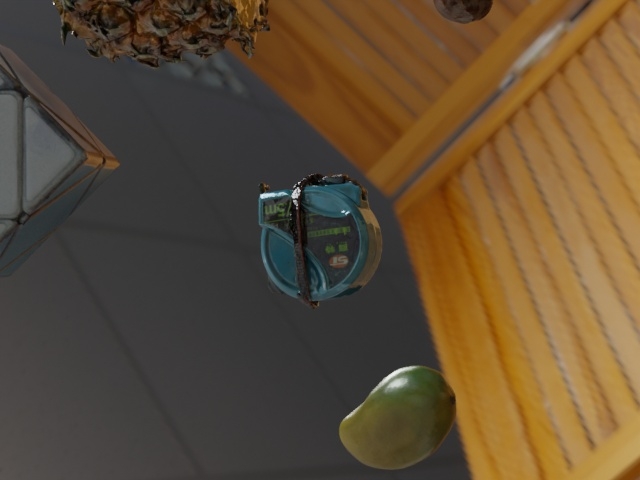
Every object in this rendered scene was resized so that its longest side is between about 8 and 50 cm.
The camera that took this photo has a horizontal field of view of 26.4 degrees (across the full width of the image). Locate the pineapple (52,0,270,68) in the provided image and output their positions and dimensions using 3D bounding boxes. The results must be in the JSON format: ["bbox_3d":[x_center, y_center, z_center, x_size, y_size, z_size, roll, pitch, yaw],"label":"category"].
[{"bbox_3d":[-0.231,-0.410,1.930,0.352,0.300,0.352,-8,-90,-79],"label":"pineapple"}]

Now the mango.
[{"bbox_3d":[0.115,0.255,1.919,0.122,0.191,0.085,47,-148,11],"label":"mango"}]

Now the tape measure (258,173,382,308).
[{"bbox_3d":[0.000,0.000,1.470,0.081,0.125,0.146,5,-100,-69],"label":"tape measure"}]

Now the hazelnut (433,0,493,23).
[{"bbox_3d":[0.189,-0.326,1.805,0.086,0.086,0.086,37,-157,-18],"label":"hazelnut"}]

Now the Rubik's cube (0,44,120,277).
[{"bbox_3d":[-0.383,-0.093,1.557,0.207,0.205,0.205,47,-178,2],"label":"Rubik's cube"}]
